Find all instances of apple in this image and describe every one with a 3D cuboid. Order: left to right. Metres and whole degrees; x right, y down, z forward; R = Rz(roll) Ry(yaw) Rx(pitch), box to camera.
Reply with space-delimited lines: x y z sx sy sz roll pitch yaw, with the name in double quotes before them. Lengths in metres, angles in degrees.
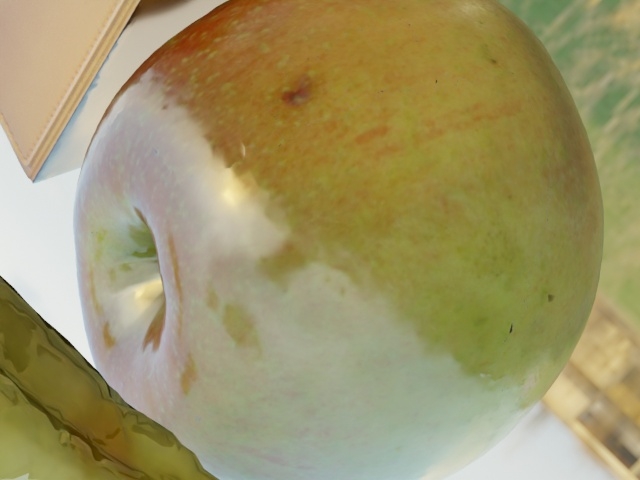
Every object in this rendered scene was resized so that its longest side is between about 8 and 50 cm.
"apple" 0.000 0.000 1.122 0.277 0.319 0.319 -13 -134 -40

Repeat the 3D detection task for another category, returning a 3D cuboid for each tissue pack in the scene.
"tissue pack" -0.105 -0.185 1.260 0.145 0.194 0.274 61 144 14

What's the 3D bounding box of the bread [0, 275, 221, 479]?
"bread" -0.153 0.074 0.393 0.178 0.240 0.135 33 -159 -41
